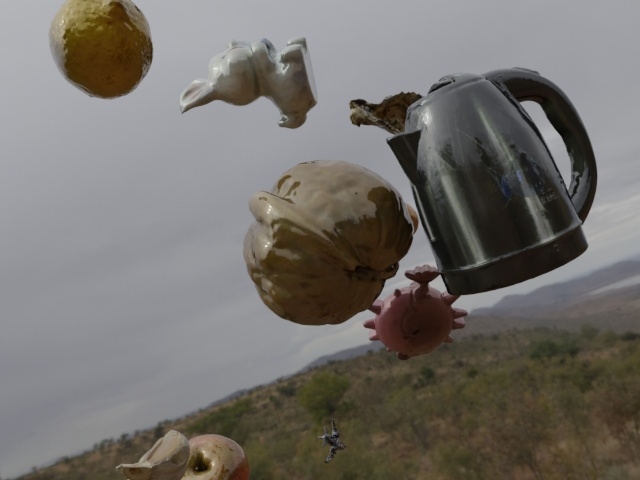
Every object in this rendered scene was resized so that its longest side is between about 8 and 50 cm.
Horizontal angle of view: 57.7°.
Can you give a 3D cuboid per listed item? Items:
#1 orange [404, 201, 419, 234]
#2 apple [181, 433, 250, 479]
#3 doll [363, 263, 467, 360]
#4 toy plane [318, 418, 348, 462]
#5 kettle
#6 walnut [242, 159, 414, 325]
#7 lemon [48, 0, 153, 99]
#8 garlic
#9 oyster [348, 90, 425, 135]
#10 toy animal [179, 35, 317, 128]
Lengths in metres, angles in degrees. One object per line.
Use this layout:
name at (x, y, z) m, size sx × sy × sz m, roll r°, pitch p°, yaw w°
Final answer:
orange at (0.228, -0.058, 1.826) m, size 0.159 × 0.136 × 0.159 m, roll -17°, pitch -14°, yaw -4°
apple at (-0.272, 0.575, 1.406) m, size 0.209 × 0.209 × 0.164 m, roll -17°, pitch -46°, yaw -14°
doll at (0.193, 0.155, 1.183) m, size 0.211 × 0.093 × 0.262 m, roll -1°, pitch -53°, yaw 3°
toy plane at (0.025, 0.370, 1.062) m, size 0.031 × 0.078 × 0.083 m, roll -10°, pitch -36°, yaw 32°
kettle at (0.285, -0.119, 0.917) m, size 0.321 × 0.324 × 0.228 m, roll -23°, pitch 1°, yaw -8°
walnut at (0.000, 0.000, 1.011) m, size 0.296 × 0.285 × 0.285 m, roll -61°, pitch -21°, yaw 7°
lemon at (-0.417, -0.372, 1.117) m, size 0.188 × 0.188 × 0.257 m, roll -13°, pitch -16°, yaw -31°
garlic at (-0.255, 0.358, 0.926) m, size 0.113 × 0.074 × 0.094 m, roll -29°, pitch 0°, yaw 15°
oyster at (0.256, -0.441, 2.113) m, size 0.337 × 0.197 × 0.133 m, roll -4°, pitch -6°, yaw -32°
toy animal at (-0.192, -0.420, 1.576) m, size 0.368 × 0.241 × 0.196 m, roll 0°, pitch 24°, yaw 1°
